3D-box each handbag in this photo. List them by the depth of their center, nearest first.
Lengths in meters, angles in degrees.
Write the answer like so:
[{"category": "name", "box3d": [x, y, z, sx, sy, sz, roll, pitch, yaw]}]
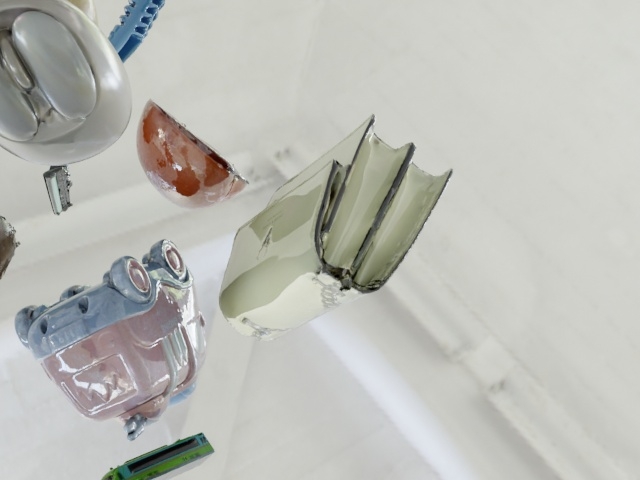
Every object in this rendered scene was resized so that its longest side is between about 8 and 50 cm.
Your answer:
[{"category": "handbag", "box3d": [0.000, 0.000, 1.612, 0.160, 0.358, 0.236, 32, -116, -13]}]

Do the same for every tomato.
[{"category": "tomato", "box3d": [-0.221, -0.122, 1.811, 0.199, 0.228, 0.112, 41, -91, 17]}]

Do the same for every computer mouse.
[{"category": "computer mouse", "box3d": [-0.114, -0.061, 0.482, 0.066, 0.096, 0.039, -21, -115, 2]}]

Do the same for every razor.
[{"category": "razor", "box3d": [-0.205, -0.149, 1.086, 0.042, 0.082, 0.253, 22, -112, 4]}]

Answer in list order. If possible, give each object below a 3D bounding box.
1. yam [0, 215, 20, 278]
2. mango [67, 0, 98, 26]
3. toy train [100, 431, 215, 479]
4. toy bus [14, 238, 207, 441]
[{"category": "yam", "box3d": [-0.433, 0.080, 1.243, 0.131, 0.131, 0.279, 17, -133, 0]}, {"category": "mango", "box3d": [-0.544, -0.303, 1.697, 0.445, 0.301, 0.220, -13, -121, 2]}, {"category": "toy train", "box3d": [-0.234, 0.307, 1.560, 0.209, 0.044, 0.042, -14, -115, -51]}, {"category": "toy bus", "box3d": [-0.276, 0.149, 1.675, 0.231, 0.197, 0.294, 63, -164, -1]}]
